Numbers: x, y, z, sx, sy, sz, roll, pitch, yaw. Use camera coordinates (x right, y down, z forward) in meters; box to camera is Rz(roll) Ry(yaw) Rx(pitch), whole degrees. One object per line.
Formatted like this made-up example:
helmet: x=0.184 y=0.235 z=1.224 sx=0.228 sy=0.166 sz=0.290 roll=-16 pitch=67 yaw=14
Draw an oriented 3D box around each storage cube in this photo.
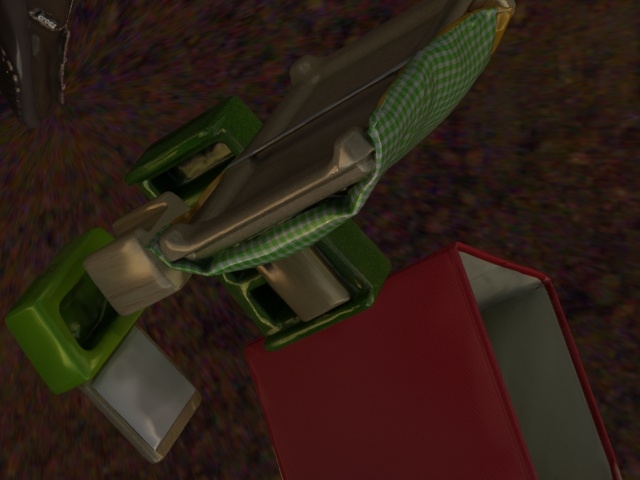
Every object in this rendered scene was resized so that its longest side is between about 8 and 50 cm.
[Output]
storage cube: x=0.087 y=0.134 z=1.349 sx=0.193 sy=0.183 sz=0.215 roll=-27 pitch=69 yaw=23

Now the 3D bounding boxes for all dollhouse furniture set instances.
dollhouse furniture set: x=0.000 y=0.000 z=0.993 sx=0.151 sy=0.301 sz=0.197 roll=50 pitch=42 yaw=-15

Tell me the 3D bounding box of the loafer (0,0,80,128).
loafer: x=-0.290 y=-0.247 z=1.857 sx=0.130 sy=0.366 sz=0.134 roll=-27 pitch=68 yaw=-19
